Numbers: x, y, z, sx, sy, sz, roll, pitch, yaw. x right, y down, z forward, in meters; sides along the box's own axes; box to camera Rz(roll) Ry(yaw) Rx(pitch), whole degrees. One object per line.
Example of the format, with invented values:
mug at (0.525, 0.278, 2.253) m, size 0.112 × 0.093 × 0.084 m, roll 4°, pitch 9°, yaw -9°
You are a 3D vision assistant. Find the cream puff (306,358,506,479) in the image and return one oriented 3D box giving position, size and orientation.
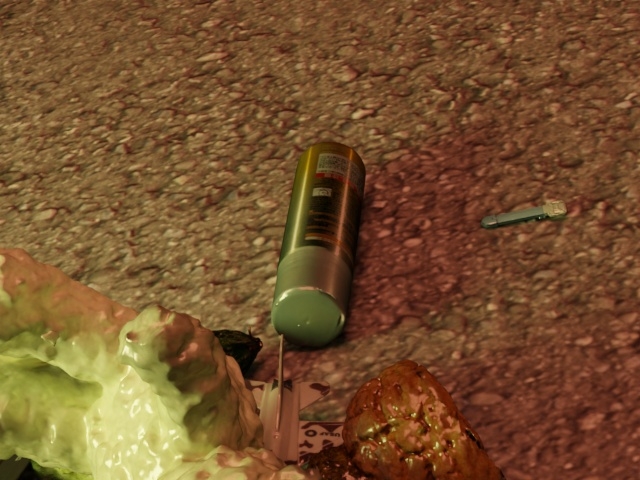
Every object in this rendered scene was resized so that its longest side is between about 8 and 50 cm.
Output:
cream puff at (0.059, 0.215, 1.491) m, size 0.169 × 0.183 × 0.183 m, roll -31°, pitch 36°, yaw -6°

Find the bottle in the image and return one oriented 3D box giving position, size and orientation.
bottle at (0.000, 0.000, 1.884) m, size 0.082 × 0.082 × 0.286 m, roll -5°, pitch 34°, yaw 10°

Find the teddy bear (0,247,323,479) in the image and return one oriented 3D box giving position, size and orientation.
teddy bear at (-0.159, 0.214, 1.415) m, size 0.375 × 0.327 × 0.362 m, roll 16°, pitch 28°, yaw -13°

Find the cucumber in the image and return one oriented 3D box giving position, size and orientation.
cucumber at (-0.163, 0.157, 1.710) m, size 0.077 × 0.077 × 0.265 m, roll 19°, pitch 45°, yaw 38°

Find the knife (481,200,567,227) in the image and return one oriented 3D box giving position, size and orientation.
knife at (0.224, -0.027, 1.919) m, size 0.096 × 0.010 × 0.027 m, roll -11°, pitch 34°, yaw 6°

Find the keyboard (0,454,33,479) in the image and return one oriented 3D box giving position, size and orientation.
keyboard at (-0.311, 0.208, 1.701) m, size 0.103 × 0.041 × 0.381 m, roll -15°, pitch 34°, yaw 35°

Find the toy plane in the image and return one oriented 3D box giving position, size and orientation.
toy plane at (-0.041, 0.202, 1.618) m, size 0.160 × 0.082 × 0.234 m, roll 2°, pitch 50°, yaw 2°
